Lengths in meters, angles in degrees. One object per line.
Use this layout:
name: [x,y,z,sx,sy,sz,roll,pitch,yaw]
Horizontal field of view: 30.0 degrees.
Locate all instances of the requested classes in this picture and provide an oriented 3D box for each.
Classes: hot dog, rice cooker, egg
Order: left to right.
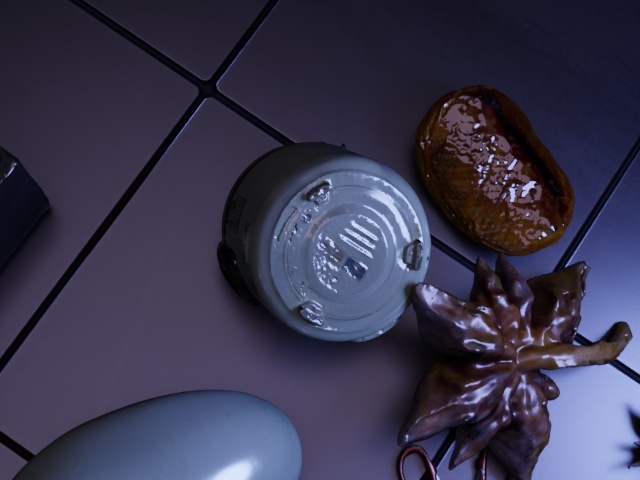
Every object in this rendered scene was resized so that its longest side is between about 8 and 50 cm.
egg: [-0.190,0.292,1.308,0.371,0.230,0.230,-28,81,-14]
rice cooker: [0.000,0.000,1.386,0.226,0.244,0.226,-4,103,-18]
hot dog: [0.219,-0.084,1.487,0.160,0.099,0.227,-31,83,-10]

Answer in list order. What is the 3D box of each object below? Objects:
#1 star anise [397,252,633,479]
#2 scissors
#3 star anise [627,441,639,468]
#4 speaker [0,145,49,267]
star anise: [0.226,0.139,1.386,0.349,0.109,0.292,29,87,-35]
scissors: [0.173,0.364,1.429,0.144,0.017,0.248,-5,80,-5]
star anise: [0.422,0.247,1.449,0.124,0.056,0.129,-23,83,-20]
speaker: [-0.494,-0.043,1.384,0.254,0.184,0.232,33,76,7]
